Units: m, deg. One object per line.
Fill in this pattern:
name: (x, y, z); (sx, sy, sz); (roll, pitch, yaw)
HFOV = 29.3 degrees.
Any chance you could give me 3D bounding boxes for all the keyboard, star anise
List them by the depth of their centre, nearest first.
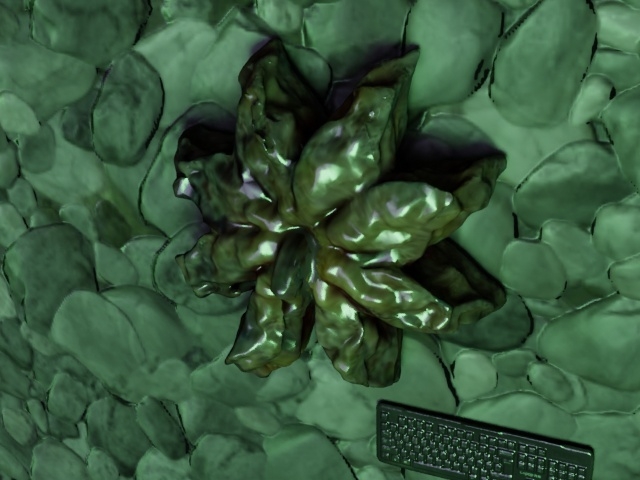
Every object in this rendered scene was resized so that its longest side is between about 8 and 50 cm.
star anise: (0.000, 0.001, 0.769); (0.223, 0.109, 0.236); (5, 116, 18)
keyboard: (0.111, 0.149, 0.849); (0.155, 0.010, 0.053); (9, 118, 21)
